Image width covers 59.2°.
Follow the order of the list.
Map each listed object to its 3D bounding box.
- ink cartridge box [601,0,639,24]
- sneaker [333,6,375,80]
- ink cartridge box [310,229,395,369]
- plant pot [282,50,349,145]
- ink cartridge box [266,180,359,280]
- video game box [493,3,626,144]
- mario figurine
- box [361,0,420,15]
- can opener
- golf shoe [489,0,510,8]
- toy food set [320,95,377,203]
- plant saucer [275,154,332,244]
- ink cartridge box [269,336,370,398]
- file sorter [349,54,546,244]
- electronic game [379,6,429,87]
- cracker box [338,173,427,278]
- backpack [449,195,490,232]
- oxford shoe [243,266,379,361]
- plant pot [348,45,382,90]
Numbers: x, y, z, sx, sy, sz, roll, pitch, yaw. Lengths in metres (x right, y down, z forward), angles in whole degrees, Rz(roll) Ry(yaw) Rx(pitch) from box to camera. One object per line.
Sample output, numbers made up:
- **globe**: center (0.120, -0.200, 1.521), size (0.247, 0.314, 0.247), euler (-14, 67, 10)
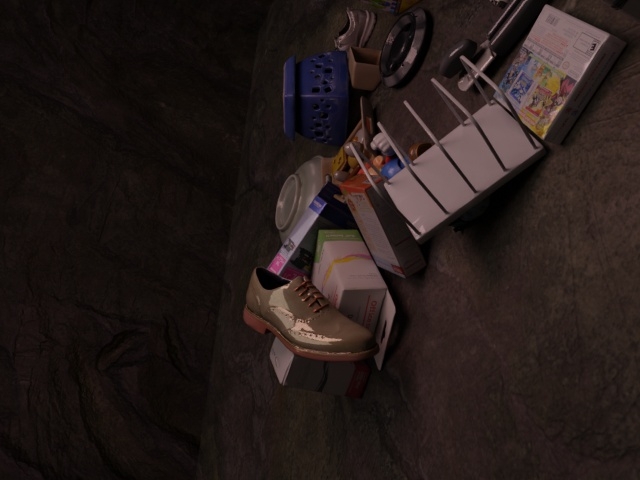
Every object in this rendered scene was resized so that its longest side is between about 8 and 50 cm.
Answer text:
- **ink cartridge box**: center (0.403, -0.428, 0.783), size (0.114, 0.272, 0.197), euler (-49, 34, 44)
- **sneaker**: center (0.085, -0.671, 1.964), size (0.105, 0.115, 0.281), euler (-117, 45, -60)
- **ink cartridge box**: center (0.069, 0.144, 1.439), size (0.353, 0.119, 0.207), euler (-112, 28, -57)
- **plant pot**: center (-0.018, -0.470, 1.874), size (0.236, 0.212, 0.236), euler (93, 176, -56)
- **ink cartridge box**: center (0.000, 0.000, 1.596), size (0.065, 0.185, 0.311), euler (37, 97, 42)
- **video game box**: center (0.410, -0.296, 0.996), size (0.187, 0.048, 0.205), euler (-62, 25, 28)
- **mario figurine**: center (0.161, -0.135, 1.363), size (0.320, 0.170, 0.198), euler (-9, 66, 65)
- **box**: center (0.174, -0.861, 1.627), size (0.177, 0.279, 0.290), euler (-167, 91, -69)
- **can opener**: center (0.359, -0.424, 1.160), size (0.280, 0.093, 0.074), euler (-48, 33, 43)
- **golf shoe**: center (0.389, -0.573, 1.184), size (0.094, 0.077, 0.198), euler (137, 140, -55)
- **toy food set**: center (0.076, -0.268, 1.768), size (0.306, 0.092, 0.220), euler (129, 147, -48)
- **plant saucer**: center (-0.084, -0.130, 2.087), size (0.400, 0.100, 0.401), euler (-167, 90, -69)
- **ink cartridge box**: center (-0.004, 0.310, 1.436), size (0.158, 0.217, 0.092), euler (-133, 59, -65)
- **file sorter**: center (0.224, -0.175, 1.048), size (0.277, 0.173, 0.193), euler (-37, 40, 14)
- **electronic game**: center (0.234, -0.546, 1.599), size (0.229, 0.048, 0.229), euler (-47, 35, 49)
- **cracker box**: center (0.142, -0.037, 1.304), size (0.232, 0.067, 0.155), euler (64, 167, -17)
- **backpack**: center (0.282, -0.087, 1.140), size (0.114, 0.084, 0.105), euler (-36, 47, 56)
- **oxford shoe**: center (-0.036, 0.166, 1.302), size (0.396, 0.140, 0.147), euler (15, 109, 36)
- **plant pot**: center (0.141, -0.533, 1.766), size (0.109, 0.109, 0.096), euler (-99, 18, -46)
